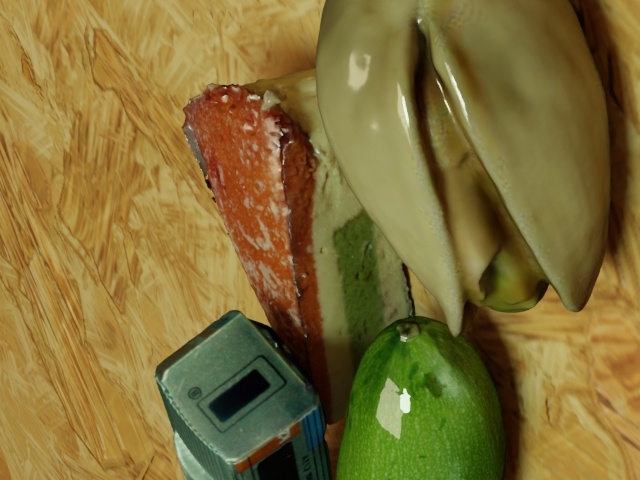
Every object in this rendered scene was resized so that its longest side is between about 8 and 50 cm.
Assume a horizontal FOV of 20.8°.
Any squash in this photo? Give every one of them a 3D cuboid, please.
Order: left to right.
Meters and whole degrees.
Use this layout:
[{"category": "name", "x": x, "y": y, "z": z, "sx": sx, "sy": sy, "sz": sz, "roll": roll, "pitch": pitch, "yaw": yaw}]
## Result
[{"category": "squash", "x": 0.053, "y": 0.189, "z": 1.109, "sx": 0.107, "sy": 0.107, "sz": 0.395, "roll": 48, "pitch": 149, "yaw": 29}]

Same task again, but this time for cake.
[{"category": "cake", "x": 0.007, "y": -0.005, "z": 1.050, "sx": 0.220, "sy": 0.086, "sz": 0.116, "roll": 66, "pitch": 155, "yaw": 1}]

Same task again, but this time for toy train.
[{"category": "toy train", "x": -0.039, "y": 0.181, "z": 1.185, "sx": 0.086, "sy": 0.089, "sz": 0.409, "roll": 47, "pitch": 163, "yaw": 24}]

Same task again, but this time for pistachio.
[{"category": "pistachio", "x": 0.073, "y": -0.057, "z": 0.850, "sx": 0.144, "sy": 0.144, "sz": 0.215, "roll": 21, "pitch": 136, "yaw": 53}]
